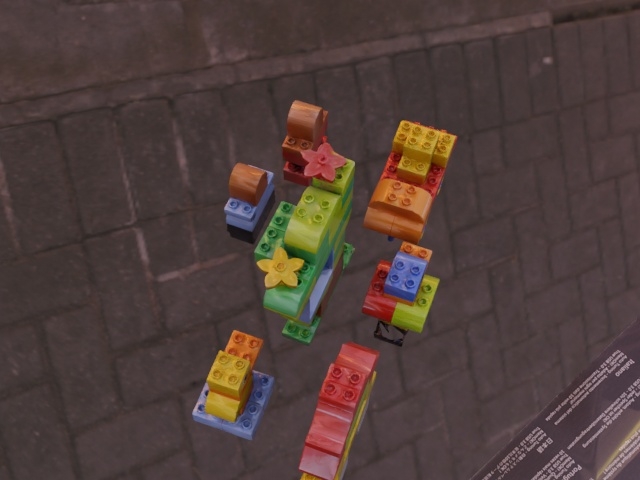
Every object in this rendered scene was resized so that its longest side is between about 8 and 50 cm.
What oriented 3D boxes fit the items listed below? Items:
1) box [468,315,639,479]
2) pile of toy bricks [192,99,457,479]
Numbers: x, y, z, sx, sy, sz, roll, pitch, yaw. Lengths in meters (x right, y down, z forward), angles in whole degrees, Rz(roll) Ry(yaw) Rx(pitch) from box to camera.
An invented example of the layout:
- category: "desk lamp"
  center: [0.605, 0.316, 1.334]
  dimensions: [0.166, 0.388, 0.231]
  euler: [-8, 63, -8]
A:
- category: "box"
  center: [0.193, 0.135, 0.477]
  dimensions: [0.307, 0.076, 0.242]
  euler: [-42, 139, -4]
- category: "pile of toy bricks"
  center: [0.000, 0.000, 0.422]
  dimensions: [0.105, 0.118, 0.212]
  euler: [92, 19, -60]
